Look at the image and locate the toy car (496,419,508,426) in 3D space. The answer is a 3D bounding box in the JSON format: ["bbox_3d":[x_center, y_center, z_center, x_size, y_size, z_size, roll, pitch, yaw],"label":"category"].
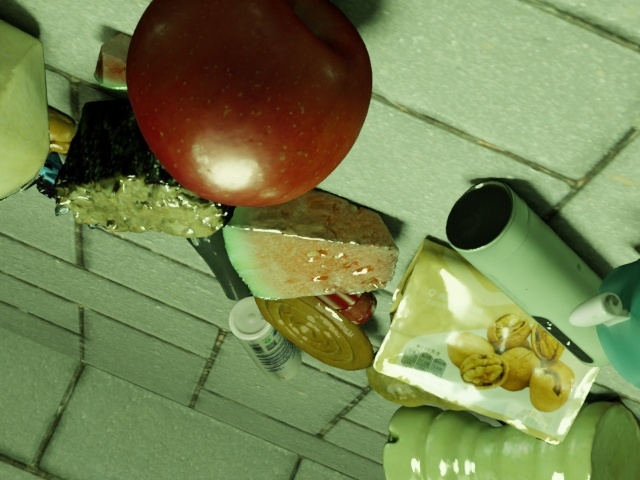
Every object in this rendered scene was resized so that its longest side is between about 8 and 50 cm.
[{"bbox_3d":[0.404,0.345,2.531,0.216,0.063,0.103,16,160,19],"label":"toy car"}]

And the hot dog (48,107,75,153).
[{"bbox_3d":[-0.493,-0.197,2.072,0.249,0.076,0.102,28,164,-19],"label":"hot dog"}]

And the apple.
[{"bbox_3d":[-0.074,-0.169,1.425,0.260,0.260,0.216,32,123,-26],"label":"apple"}]

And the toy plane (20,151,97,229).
[{"bbox_3d":[-0.426,-0.094,2.153,0.169,0.078,0.246,59,-162,17],"label":"toy plane"}]

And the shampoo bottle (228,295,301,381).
[{"bbox_3d":[-0.099,0.206,2.687,0.092,0.092,0.303,16,161,19],"label":"shampoo bottle"}]

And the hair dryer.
[{"bbox_3d":[-0.236,-0.014,2.180,0.271,0.091,0.235,8,134,34],"label":"hair dryer"}]

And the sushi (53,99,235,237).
[{"bbox_3d":[-0.238,-0.096,1.913,0.211,0.171,0.350,34,159,-33],"label":"sushi"}]

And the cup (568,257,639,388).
[{"bbox_3d":[0.448,0.085,1.653,0.299,0.167,0.173,3,161,-28],"label":"cup"}]

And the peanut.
[{"bbox_3d":[0.195,0.249,2.442,0.236,0.120,0.110,10,-162,27],"label":"peanut"}]

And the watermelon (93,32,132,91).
[{"bbox_3d":[-0.244,-0.229,1.757,0.084,0.072,0.092,15,-159,-11],"label":"watermelon"}]

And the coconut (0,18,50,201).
[{"bbox_3d":[-0.503,-0.178,1.826,0.323,0.323,0.323,20,161,7],"label":"coconut"}]

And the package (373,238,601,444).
[{"bbox_3d":[0.261,0.132,2.047,0.311,0.221,0.165,21,-159,0],"label":"package"}]

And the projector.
[{"bbox_3d":[0.297,0.049,1.795,0.108,0.108,0.337,3,152,45],"label":"projector"}]

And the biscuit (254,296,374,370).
[{"bbox_3d":[-0.019,0.148,2.435,0.262,0.037,0.262,32,157,15],"label":"biscuit"}]

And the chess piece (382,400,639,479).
[{"bbox_3d":[0.331,0.395,2.422,0.442,0.234,0.234,-3,149,37],"label":"chess piece"}]

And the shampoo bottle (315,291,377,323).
[{"bbox_3d":[-0.007,0.052,2.207,0.102,0.064,0.260,8,157,48],"label":"shampoo bottle"}]

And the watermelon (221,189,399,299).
[{"bbox_3d":[0.000,0.000,2.001,0.256,0.140,0.193,7,153,15],"label":"watermelon"}]
